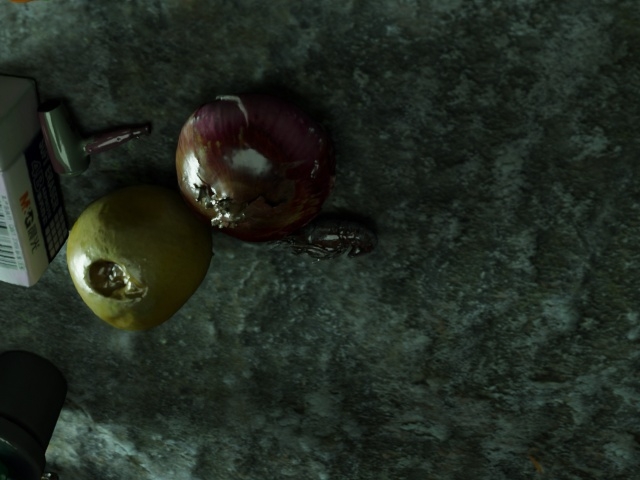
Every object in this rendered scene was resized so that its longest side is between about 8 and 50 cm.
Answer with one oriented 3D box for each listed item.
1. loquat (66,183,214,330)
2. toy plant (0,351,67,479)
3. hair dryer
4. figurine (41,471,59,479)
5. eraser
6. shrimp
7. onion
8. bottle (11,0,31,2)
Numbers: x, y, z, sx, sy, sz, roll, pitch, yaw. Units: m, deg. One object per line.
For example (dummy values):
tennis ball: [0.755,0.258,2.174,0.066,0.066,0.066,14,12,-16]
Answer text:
loquat: [-0.256,0.016,1.624,0.213,0.213,0.213,7,132,8]
toy plant: [-0.552,0.383,1.874,0.185,0.400,0.279,1,132,15]
hair dryer: [-0.310,-0.149,1.593,0.154,0.054,0.106,-5,125,5]
figurine: [-0.610,0.472,2.172,0.229,0.112,0.137,-10,133,35]
eraser: [-0.439,-0.082,1.622,0.086,0.130,0.287,9,134,11]
shrimp: [0.000,0.000,1.632,0.165,0.057,0.065,-6,135,22]
onion: [-0.092,-0.083,1.511,0.230,0.163,0.230,4,124,5]
bottle: [-0.372,-0.331,1.426,0.187,0.069,0.069,-2,130,18]
